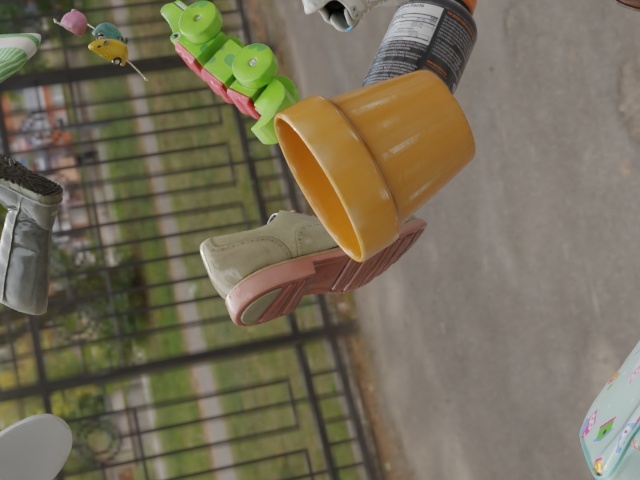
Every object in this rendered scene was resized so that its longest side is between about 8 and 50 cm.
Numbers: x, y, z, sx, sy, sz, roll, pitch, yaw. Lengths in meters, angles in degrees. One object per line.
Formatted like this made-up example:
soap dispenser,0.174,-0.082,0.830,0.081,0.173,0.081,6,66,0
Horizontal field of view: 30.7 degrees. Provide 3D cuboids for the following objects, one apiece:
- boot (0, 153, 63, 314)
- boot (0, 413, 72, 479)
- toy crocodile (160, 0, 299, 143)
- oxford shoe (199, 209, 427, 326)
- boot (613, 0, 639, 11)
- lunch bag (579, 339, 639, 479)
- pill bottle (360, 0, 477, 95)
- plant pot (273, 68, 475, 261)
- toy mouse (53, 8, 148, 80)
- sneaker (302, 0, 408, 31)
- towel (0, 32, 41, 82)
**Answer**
boot,-0.477,-0.011,1.784,0.189,0.076,0.209,30,123,24
boot,-0.428,0.302,1.484,0.095,0.258,0.123,51,174,-20
toy crocodile,-0.138,-0.259,1.752,0.340,0.105,0.115,42,175,33
oxford shoe,0.000,0.000,1.754,0.146,0.397,0.140,54,134,21
boot,0.336,-0.267,1.117,0.114,0.106,0.037,78,-160,-63
lunch bag,0.378,0.132,1.155,0.108,0.279,0.224,37,-172,2
pill bottle,0.152,-0.273,1.718,0.130,0.130,0.246,114,180,-66
plant pot,0.075,-0.108,1.406,0.205,0.188,0.205,57,171,14
toy mouse,-0.335,-0.313,1.737,0.031,0.161,0.143,-54,40,15
sneaker,0.040,-0.296,1.446,0.071,0.190,0.083,-20,76,47
towel,-0.538,-0.193,1.495,0.325,0.247,0.038,-50,-43,-50
